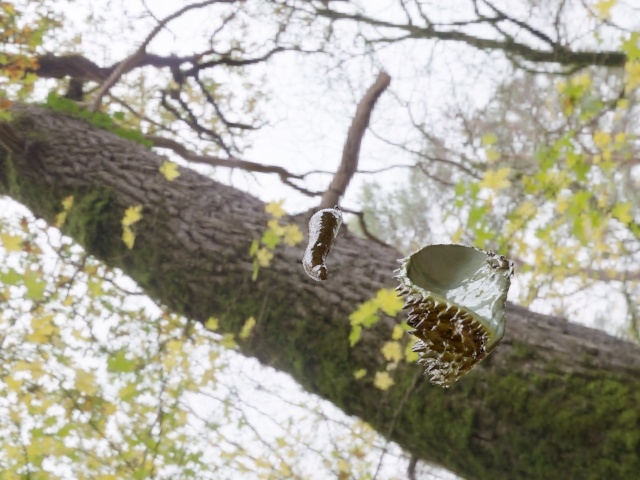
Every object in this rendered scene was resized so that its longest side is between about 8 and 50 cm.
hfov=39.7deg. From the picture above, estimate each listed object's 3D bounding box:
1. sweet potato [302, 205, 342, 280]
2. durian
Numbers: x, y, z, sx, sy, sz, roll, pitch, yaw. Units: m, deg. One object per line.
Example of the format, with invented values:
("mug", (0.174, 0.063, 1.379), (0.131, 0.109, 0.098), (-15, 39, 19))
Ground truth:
("sweet potato", (0.000, 0.000, 0.670), (0.115, 0.026, 0.026), (-73, -23, -60))
("durian", (0.164, 0.084, 1.046), (0.252, 0.139, 0.145), (-40, -64, -64))
